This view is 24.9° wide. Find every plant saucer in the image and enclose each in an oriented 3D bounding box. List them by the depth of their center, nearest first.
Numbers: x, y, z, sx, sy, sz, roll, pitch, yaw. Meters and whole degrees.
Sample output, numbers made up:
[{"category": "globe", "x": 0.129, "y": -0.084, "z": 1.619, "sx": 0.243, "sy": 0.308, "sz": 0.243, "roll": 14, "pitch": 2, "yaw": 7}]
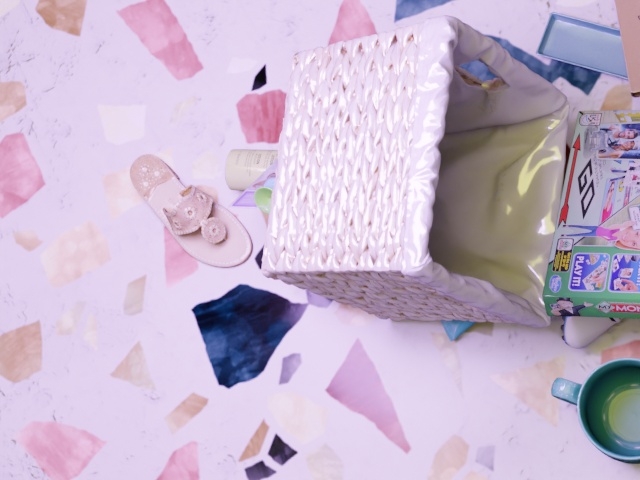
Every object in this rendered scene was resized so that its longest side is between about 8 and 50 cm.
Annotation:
[{"category": "plant saucer", "x": 0.400, "y": -0.262, "z": 2.014, "sx": 0.192, "sy": 0.018, "sz": 0.067, "roll": 19, "pitch": 84, "yaw": 21}]

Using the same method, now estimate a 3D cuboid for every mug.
[{"category": "mug", "x": 0.392, "y": 0.211, "z": 1.858, "sx": 0.129, "sy": 0.097, "sz": 0.158, "roll": -41, "pitch": 67, "yaw": 6}]

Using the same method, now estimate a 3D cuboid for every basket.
[{"category": "basket", "x": 0.128, "y": -0.076, "z": 1.867, "sx": 0.266, "sy": 0.328, "sz": 0.331, "roll": -1, "pitch": 75, "yaw": 37}]

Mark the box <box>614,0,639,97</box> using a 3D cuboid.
[{"category": "box", "x": 0.491, "y": -0.302, "z": 1.977, "sx": 0.164, "sy": 0.021, "sz": 0.201, "roll": -10, "pitch": 68, "yaw": 13}]

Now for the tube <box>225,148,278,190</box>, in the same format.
[{"category": "tube", "x": -0.017, "y": -0.101, "z": 2.094, "sx": 0.240, "sy": 0.062, "sz": 0.070, "roll": 4, "pitch": 98, "yaw": 17}]

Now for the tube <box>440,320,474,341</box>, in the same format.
[{"category": "tube", "x": 0.244, "y": 0.050, "z": 1.977, "sx": 0.207, "sy": 0.052, "sz": 0.080, "roll": -34, "pitch": 60, "yaw": 14}]

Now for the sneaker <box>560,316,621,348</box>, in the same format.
[{"category": "sneaker", "x": 0.409, "y": 0.054, "z": 1.893, "sx": 0.237, "sy": 0.085, "sz": 0.086, "roll": -46, "pitch": 45, "yaw": 2}]

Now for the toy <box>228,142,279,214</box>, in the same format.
[{"category": "toy", "x": -0.020, "y": -0.122, "z": 2.012, "sx": 0.137, "sy": 0.056, "sz": 0.237, "roll": 2, "pitch": 36, "yaw": 32}]

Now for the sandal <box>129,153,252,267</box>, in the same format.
[{"category": "sandal", "x": -0.207, "y": -0.048, "z": 2.133, "sx": 0.240, "sy": 0.079, "sz": 0.088, "roll": 42, "pitch": 92, "yaw": 22}]

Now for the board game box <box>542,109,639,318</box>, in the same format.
[{"category": "board game box", "x": 0.417, "y": -0.039, "z": 1.865, "sx": 0.213, "sy": 0.046, "sz": 0.317, "roll": 0, "pitch": 52, "yaw": 22}]
